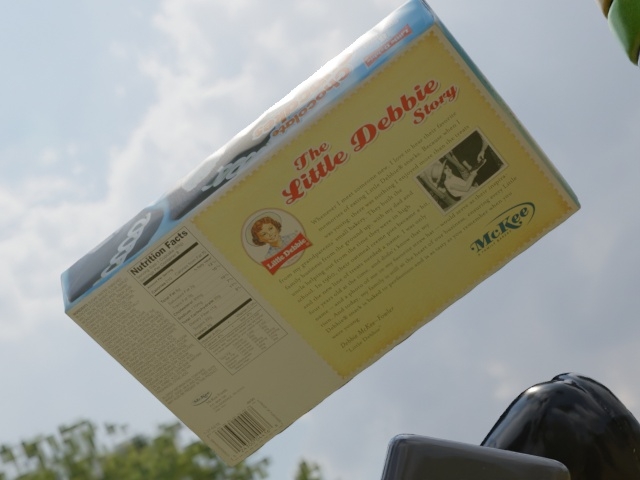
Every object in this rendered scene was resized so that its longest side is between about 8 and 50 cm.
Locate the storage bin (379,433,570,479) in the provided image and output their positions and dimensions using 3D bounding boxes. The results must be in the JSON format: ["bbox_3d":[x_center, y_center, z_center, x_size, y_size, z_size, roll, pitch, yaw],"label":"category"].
[{"bbox_3d":[0.048,0.115,0.512,0.098,0.091,0.135,10,-11,5],"label":"storage bin"}]

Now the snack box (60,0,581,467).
[{"bbox_3d":[0.000,0.000,1.122,0.322,0.060,0.187,-37,-61,9],"label":"snack box"}]

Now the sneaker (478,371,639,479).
[{"bbox_3d":[0.049,0.214,0.754,0.146,0.122,0.330,3,-64,-41],"label":"sneaker"}]

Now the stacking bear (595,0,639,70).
[{"bbox_3d":[0.236,-0.190,1.051,0.164,0.289,0.175,-38,-16,2],"label":"stacking bear"}]
